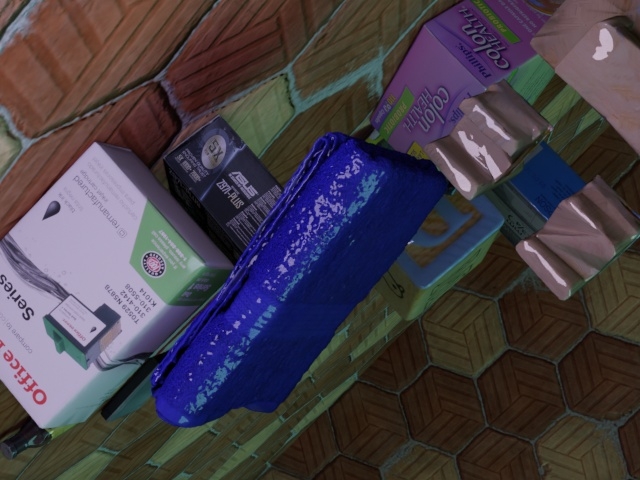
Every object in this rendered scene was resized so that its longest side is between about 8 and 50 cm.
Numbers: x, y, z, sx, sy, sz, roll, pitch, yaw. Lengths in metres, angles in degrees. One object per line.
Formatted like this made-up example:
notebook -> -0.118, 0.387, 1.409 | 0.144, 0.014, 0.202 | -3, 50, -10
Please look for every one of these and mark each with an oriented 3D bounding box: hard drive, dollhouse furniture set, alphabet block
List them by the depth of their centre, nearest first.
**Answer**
dollhouse furniture set -> 0.266, -0.221, 1.235 | 0.362, 0.394, 0.256 | -50, 167, 33
hard drive -> -0.268, 0.218, 1.991 | 0.135, 0.022, 0.094 | -47, 167, 21
alphabet block -> 0.165, -0.012, 2.173 | 0.193, 0.192, 0.197 | -37, 166, -15

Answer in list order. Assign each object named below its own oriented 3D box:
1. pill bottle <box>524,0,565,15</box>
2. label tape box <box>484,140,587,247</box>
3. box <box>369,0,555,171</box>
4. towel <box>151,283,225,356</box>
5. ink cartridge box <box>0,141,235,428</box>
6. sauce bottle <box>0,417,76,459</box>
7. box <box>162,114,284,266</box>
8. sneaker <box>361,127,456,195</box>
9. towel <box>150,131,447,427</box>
pill bottle -> 0.284, -0.348, 1.515 | 0.121, 0.121, 0.216 | -42, 168, 0
label tape box -> 0.351, -0.085, 2.379 | 0.106, 0.240, 0.333 | -40, 168, -12
box -> 0.214, -0.229, 1.728 | 0.243, 0.117, 0.213 | -36, 167, -32
towel -> -0.202, 0.088, 1.716 | 0.237, 0.037, 0.329 | -45, 167, 23
ink cartridge box -> -0.214, 0.044, 1.198 | 0.219, 0.160, 0.092 | -45, 168, 9
sauce bottle -> -0.366, 0.249, 1.731 | 0.128, 0.042, 0.042 | -34, 166, -43
box -> -0.077, -0.020, 1.367 | 0.077, 0.180, 0.147 | -38, 167, -12
sneaker -> 0.119, -0.099, 1.866 | 0.111, 0.121, 0.300 | -50, 166, 32
towel -> -0.021, 0.036, 1.217 | 0.308, 0.076, 0.228 | -52, 161, 13
